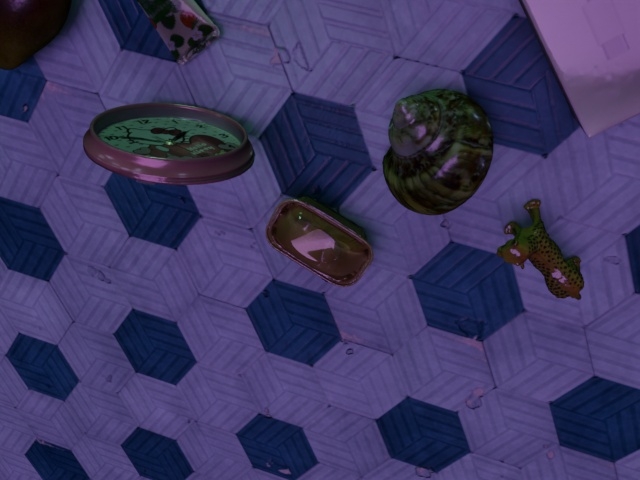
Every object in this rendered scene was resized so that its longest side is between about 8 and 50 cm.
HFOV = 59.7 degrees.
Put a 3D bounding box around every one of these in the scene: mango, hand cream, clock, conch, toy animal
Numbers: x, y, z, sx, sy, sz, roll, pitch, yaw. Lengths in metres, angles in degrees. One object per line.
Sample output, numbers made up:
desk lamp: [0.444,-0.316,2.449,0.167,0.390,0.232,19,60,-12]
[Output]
mango: [-0.462,-0.362,0.856,0.133,0.111,0.267,38,126,-19]
hand cream: [-0.260,-0.396,0.814,0.095,0.059,0.276,-26,111,28]
clock: [-0.219,-0.141,0.823,0.245,0.244,0.056,15,122,8]
conch: [0.154,-0.123,0.797,0.187,0.124,0.181,-24,105,33]
toy animal: [0.335,0.038,0.820,0.073,0.136,0.181,-34,104,28]

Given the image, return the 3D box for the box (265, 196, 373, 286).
box: [0.000,0.000,0.915,0.177,0.111,0.111,31,121,-1]

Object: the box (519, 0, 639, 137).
box: [0.364,-0.285,0.666,0.203,0.106,0.251,-26,108,24]
